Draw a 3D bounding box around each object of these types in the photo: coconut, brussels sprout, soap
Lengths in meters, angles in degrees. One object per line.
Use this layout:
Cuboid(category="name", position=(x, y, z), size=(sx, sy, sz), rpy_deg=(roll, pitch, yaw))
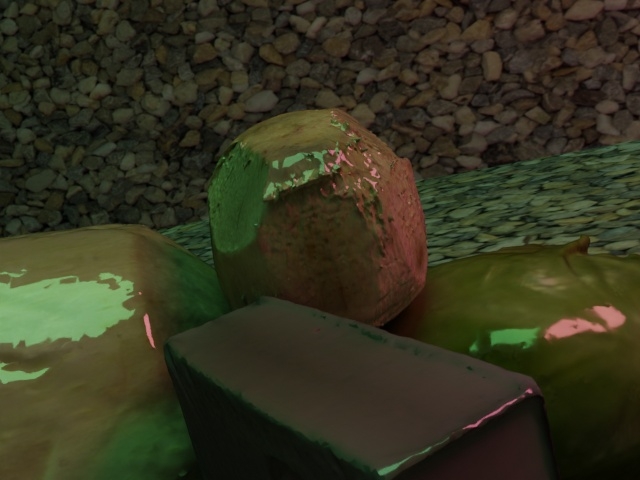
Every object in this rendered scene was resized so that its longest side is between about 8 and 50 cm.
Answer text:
Cuboid(category="coconut", position=(-0.001, -0.001, 0.690), size=(0.194, 0.194, 0.194), rpy_deg=(-13, 14, 3))
Cuboid(category="coconut", position=(-0.243, 0.176, 0.761), size=(0.415, 0.415, 0.344), rpy_deg=(-16, 38, -7))
Cuboid(category="brussels sprout", position=(0.165, 0.129, 0.762), size=(0.328, 0.247, 0.328), rpy_deg=(-6, 3, 0))
Cuboid(category="soap", position=(0.031, 0.197, 0.518), size=(0.107, 0.296, 0.285), rpy_deg=(-21, 14, -26))
